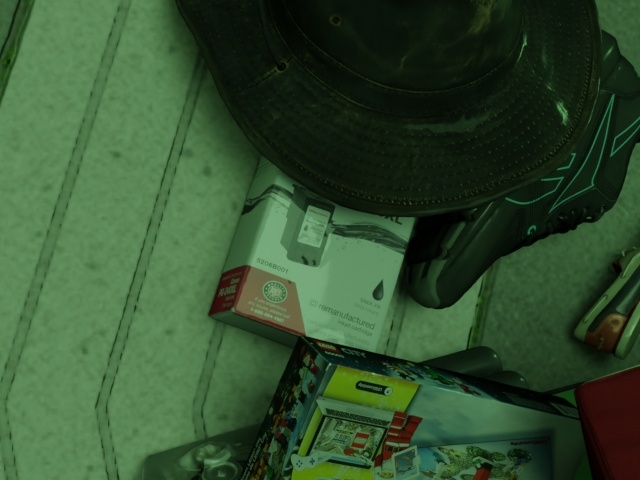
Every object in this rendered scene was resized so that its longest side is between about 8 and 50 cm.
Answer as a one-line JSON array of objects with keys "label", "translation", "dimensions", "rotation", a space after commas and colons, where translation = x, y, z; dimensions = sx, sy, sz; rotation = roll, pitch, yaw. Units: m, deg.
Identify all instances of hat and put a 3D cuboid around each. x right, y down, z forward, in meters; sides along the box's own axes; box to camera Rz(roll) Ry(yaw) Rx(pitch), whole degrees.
[{"label": "hat", "translation": [0.062, -0.189, 0.820], "dimensions": [0.331, 0.134, 0.331], "rotation": [4, 63, -9]}]

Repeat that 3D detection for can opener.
[{"label": "can opener", "translation": [0.012, 0.155, 0.846], "dimensions": [0.283, 0.076, 0.095], "rotation": [-13, 119, -21]}]

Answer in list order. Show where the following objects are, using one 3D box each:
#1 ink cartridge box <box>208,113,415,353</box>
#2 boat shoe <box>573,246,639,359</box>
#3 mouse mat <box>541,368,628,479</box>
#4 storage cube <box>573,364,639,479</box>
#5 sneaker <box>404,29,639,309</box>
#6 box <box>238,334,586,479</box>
[{"label": "ink cartridge box", "translation": [0.000, 0.000, 0.855], "dimensions": [0.109, 0.063, 0.150], "rotation": [21, 76, -16]}, {"label": "boat shoe", "translation": [0.247, 0.029, 0.951], "dimensions": [0.043, 0.049, 0.137], "rotation": [24, 70, 25]}, {"label": "mouse mat", "translation": [0.250, 0.178, 0.950], "dimensions": [0.190, 0.007, 0.152], "rotation": [-11, 86, -20]}, {"label": "storage cube", "translation": [0.280, 0.175, 0.742], "dimensions": [0.184, 0.215, 0.193], "rotation": [-20, 57, 6]}, {"label": "sneaker", "translation": [0.168, -0.041, 0.903], "dimensions": [0.106, 0.101, 0.267], "rotation": [44, 71, -11]}, {"label": "box", "translation": [0.059, 0.163, 0.800], "dimensions": [0.233, 0.044, 0.159], "rotation": [17, 103, -32]}]
